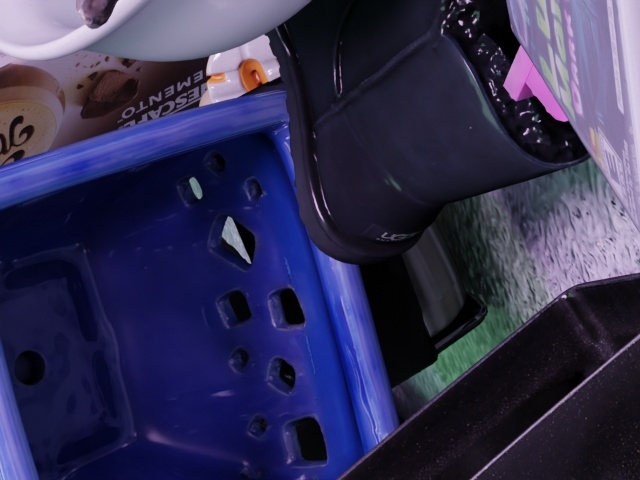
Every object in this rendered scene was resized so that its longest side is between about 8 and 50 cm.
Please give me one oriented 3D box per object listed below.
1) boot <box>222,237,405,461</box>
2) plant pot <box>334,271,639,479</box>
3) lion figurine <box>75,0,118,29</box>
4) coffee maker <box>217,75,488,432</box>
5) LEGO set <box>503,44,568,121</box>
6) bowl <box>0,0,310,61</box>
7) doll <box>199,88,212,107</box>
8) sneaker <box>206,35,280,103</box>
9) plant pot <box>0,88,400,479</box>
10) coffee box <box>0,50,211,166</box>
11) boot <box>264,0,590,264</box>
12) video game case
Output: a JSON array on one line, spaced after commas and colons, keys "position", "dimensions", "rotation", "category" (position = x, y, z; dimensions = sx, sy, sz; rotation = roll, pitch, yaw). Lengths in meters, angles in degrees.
[{"position": [-0.029, 0.133, 1.319], "dimensions": [0.348, 0.131, 0.260], "rotation": [37, -171, -37], "category": "boot"}, {"position": [0.135, 0.134, 0.861], "dimensions": [0.167, 0.188, 0.187], "rotation": [52, 165, -5], "category": "plant pot"}, {"position": [-0.068, -0.291, 0.604], "dimensions": [0.240, 0.392, 0.142], "rotation": [30, -179, 9], "category": "lion figurine"}, {"position": [0.000, 0.000, 1.074], "dimensions": [0.120, 0.171, 0.178], "rotation": [-4, 118, 38], "category": "coffee maker"}, {"position": [0.159, -0.016, 0.672], "dimensions": [0.227, 0.087, 0.093], "rotation": [56, 147, 28], "category": "LEGO set"}, {"position": [-0.033, -0.199, 0.816], "dimensions": [0.134, 0.298, 0.298], "rotation": [22, -169, -33], "category": "bowl"}, {"position": [-0.029, -0.028, 1.280], "dimensions": [0.189, 0.046, 0.129], "rotation": [63, -160, -20], "category": "doll"}, {"position": [-0.007, -0.054, 1.207], "dimensions": [0.083, 0.084, 0.215], "rotation": [-92, -18, -66], "category": "sneaker"}, {"position": [-0.123, 0.070, 0.971], "dimensions": [0.212, 0.236, 0.236], "rotation": [-12, 96, 52], "category": "plant pot"}, {"position": [-0.212, -0.131, 1.313], "dimensions": [0.119, 0.297, 0.168], "rotation": [53, 160, 25], "category": "coffee box"}, {"position": [0.049, -0.125, 0.872], "dimensions": [0.207, 0.094, 0.246], "rotation": [-33, 62, 58], "category": "boot"}, {"position": [0.073, -0.117, 0.548], "dimensions": [0.173, 0.022, 0.190], "rotation": [-106, 3, -60], "category": "video game case"}]
